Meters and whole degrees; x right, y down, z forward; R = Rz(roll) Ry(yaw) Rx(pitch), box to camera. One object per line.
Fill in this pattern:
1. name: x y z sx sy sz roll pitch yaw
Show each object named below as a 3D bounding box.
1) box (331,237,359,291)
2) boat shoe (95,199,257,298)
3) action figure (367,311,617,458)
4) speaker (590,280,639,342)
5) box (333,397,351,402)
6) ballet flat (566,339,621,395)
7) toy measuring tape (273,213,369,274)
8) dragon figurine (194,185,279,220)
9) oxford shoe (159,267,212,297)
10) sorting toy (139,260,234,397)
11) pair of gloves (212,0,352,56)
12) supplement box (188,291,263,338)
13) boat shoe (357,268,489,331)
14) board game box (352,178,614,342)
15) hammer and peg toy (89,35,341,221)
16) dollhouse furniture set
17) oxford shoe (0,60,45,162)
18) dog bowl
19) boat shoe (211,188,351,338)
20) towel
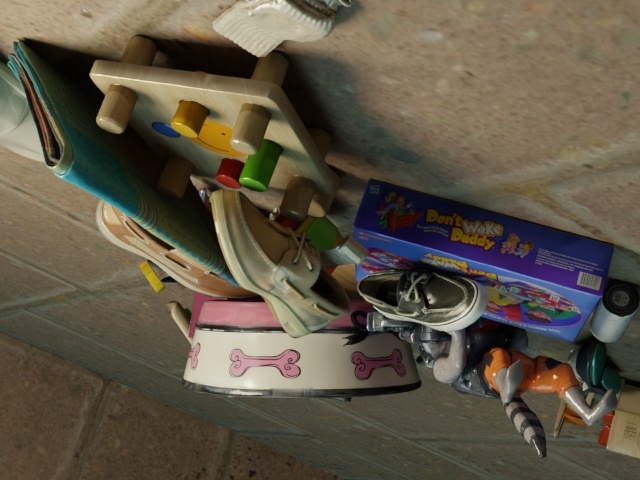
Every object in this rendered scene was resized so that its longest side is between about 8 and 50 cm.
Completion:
1. box: 0.057 0.044 1.937 0.164 0.021 0.201 12 159 18
2. boat shoe: -0.217 0.004 1.932 0.324 0.123 0.116 22 159 -16
3. action figure: 0.233 0.197 1.777 0.341 0.179 0.330 4 -172 -26
4. speaker: 0.434 0.108 1.712 0.055 0.055 0.136 14 161 11
5. box: -0.080 0.296 2.700 0.270 0.060 0.216 7 159 31
6. ballet flat: 0.460 0.220 1.982 0.074 0.074 0.203 7 160 29
7. toy measuring tape: 0.000 0.000 1.657 0.121 0.121 0.330 25 162 -20
8. dragon figurine: -0.125 -0.002 1.875 0.144 0.085 0.289 10 161 24
9. oxford shoe: -0.159 0.065 2.072 0.271 0.098 0.097 12 159 18
10. sorting toy: -0.253 0.165 2.269 0.307 0.041 0.229 56 173 -4
11. pair of gloves: -0.101 -0.265 1.195 0.240 0.042 0.204 29 158 -30
12. supplement box: -0.159 0.142 2.192 0.080 0.104 0.188 8 179 31
13. boat shoe: 0.138 0.079 1.628 0.070 0.078 0.219 31 159 -35
14. board game box: 0.223 0.035 1.668 0.347 0.078 0.233 16 161 8
15. hammer and peg toy: -0.119 -0.114 1.494 0.265 0.127 0.361 11 160 21
16. dollhouse furniture set: 0.569 0.360 2.161 0.261 0.135 0.259 13 161 14
17. oxford shoe: -0.509 -0.207 1.602 0.169 0.130 0.449 8 160 23
18. dog bowl: -0.031 0.174 1.970 0.407 0.151 0.408 0 179 0
19. boat shoe: -0.048 0.024 1.491 0.098 0.109 0.302 -19 141 13
20. towel: -0.262 -0.094 1.575 0.370 0.040 0.271 40 -166 -47
